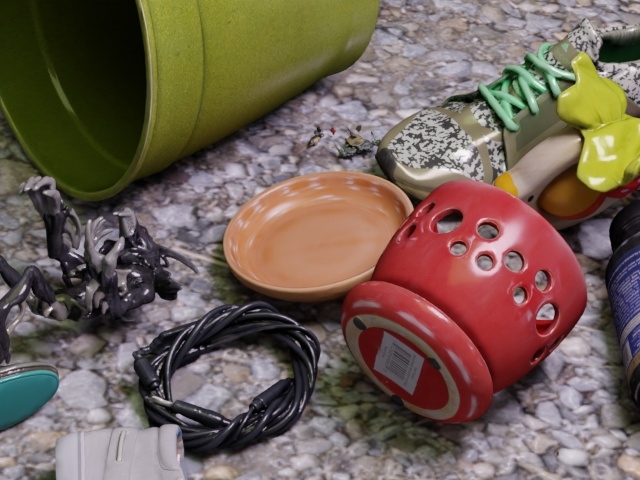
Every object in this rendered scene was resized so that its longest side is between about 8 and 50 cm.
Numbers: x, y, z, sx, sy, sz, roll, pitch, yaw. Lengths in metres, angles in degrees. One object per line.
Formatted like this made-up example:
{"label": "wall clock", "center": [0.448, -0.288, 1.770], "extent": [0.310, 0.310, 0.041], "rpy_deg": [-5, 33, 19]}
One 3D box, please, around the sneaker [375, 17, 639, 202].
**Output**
{"label": "sneaker", "center": [0.244, -0.167, 1.781], "extent": [0.410, 0.182, 0.158], "rpy_deg": [-20, 50, -20]}

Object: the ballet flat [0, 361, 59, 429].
{"label": "ballet flat", "center": [-0.346, 0.158, 1.522], "extent": [0.213, 0.072, 0.068], "rpy_deg": [-31, 50, -27]}

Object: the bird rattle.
{"label": "bird rattle", "center": [0.284, -0.084, 1.702], "extent": [0.207, 0.253, 0.143], "rpy_deg": [-33, 70, 15]}

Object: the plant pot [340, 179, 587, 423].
{"label": "plant pot", "center": [0.130, 0.067, 1.550], "extent": [0.191, 0.191, 0.174], "rpy_deg": [28, 59, 23]}

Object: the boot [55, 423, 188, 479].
{"label": "boot", "center": [-0.159, 0.259, 1.409], "extent": [0.123, 0.095, 0.258], "rpy_deg": [-10, 45, -2]}

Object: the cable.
{"label": "cable", "center": [-0.082, 0.129, 1.575], "extent": [0.184, 0.047, 0.150], "rpy_deg": [-15, 48, -16]}

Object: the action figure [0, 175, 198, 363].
{"label": "action figure", "center": [-0.242, 0.021, 1.583], "extent": [0.275, 0.141, 0.164], "rpy_deg": [-21, 30, -40]}

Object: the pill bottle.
{"label": "pill bottle", "center": [0.346, 0.063, 1.602], "extent": [0.123, 0.123, 0.219], "rpy_deg": [-1, 46, -3]}

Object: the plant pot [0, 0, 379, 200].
{"label": "plant pot", "center": [-0.139, -0.264, 1.781], "extent": [0.353, 0.366, 0.366], "rpy_deg": [-19, 48, -35]}

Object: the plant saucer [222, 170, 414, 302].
{"label": "plant saucer", "center": [0.000, 0.000, 1.686], "extent": [0.200, 0.037, 0.200], "rpy_deg": [-8, 37, 6]}

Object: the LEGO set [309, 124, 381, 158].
{"label": "LEGO set", "center": [0.029, -0.108, 1.832], "extent": [0.083, 0.023, 0.054], "rpy_deg": [20, 45, 34]}
